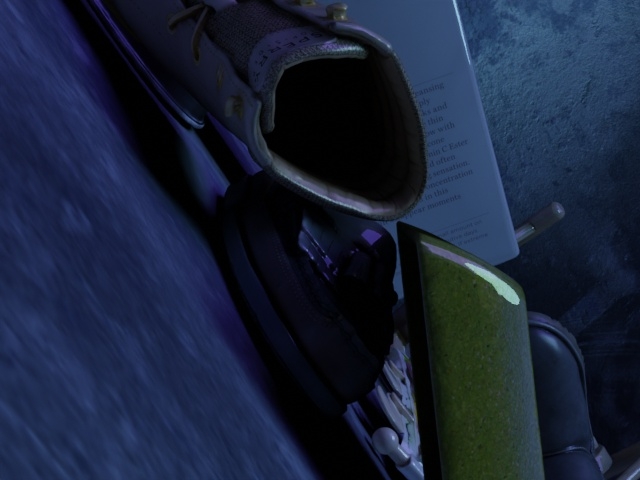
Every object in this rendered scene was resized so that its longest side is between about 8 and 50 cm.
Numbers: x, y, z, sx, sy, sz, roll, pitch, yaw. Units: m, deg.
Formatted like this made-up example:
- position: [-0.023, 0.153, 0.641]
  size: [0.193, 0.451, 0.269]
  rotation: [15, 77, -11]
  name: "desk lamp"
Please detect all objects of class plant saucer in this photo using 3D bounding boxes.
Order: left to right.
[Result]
- position: [0.072, 0.084, 0.495]
  size: [0.188, 0.045, 0.188]
  rotation: [-59, 142, -87]
  name: "plant saucer"

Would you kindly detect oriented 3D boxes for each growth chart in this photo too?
- position: [0.097, 0.145, 0.726]
  size: [0.172, 0.021, 0.237]
  rotation: [49, 14, -2]
  name: "growth chart"

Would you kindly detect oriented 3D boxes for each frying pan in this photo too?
- position: [-0.119, -0.163, 0.783]
  size: [0.197, 0.053, 0.326]
  rotation: [58, 6, 7]
  name: "frying pan"

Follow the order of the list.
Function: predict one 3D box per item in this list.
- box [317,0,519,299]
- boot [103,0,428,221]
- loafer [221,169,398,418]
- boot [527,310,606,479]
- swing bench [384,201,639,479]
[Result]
- position: [0.015, -0.146, 0.845]
  size: [0.215, 0.168, 0.345]
  rotation: [-115, -173, -67]
  name: "box"
- position: [-0.059, -0.128, 0.519]
  size: [0.262, 0.095, 0.203]
  rotation: [50, -1, -35]
  name: "boot"
- position: [0.000, 0.000, 0.569]
  size: [0.096, 0.084, 0.267]
  rotation: [56, 3, -20]
  name: "loafer"
- position: [0.165, 0.174, 0.695]
  size: [0.189, 0.076, 0.208]
  rotation: [58, 23, -30]
  name: "boot"
- position: [0.180, 0.145, 1.014]
  size: [0.253, 0.165, 0.254]
  rotation: [57, -35, 9]
  name: "swing bench"
